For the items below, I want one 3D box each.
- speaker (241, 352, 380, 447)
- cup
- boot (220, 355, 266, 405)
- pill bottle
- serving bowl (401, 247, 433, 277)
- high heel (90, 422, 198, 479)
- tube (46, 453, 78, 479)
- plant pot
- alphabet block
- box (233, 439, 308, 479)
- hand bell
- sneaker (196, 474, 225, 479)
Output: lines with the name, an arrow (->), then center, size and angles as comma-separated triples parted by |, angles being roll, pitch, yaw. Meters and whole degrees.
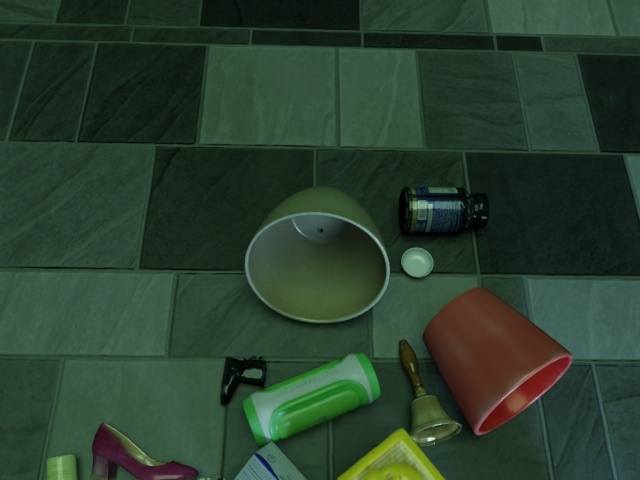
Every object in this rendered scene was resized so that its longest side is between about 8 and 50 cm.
speaker -> -0.020, 0.356, 1.373 | 0.296, 0.131, 0.131 | -20, 66, -11
cup -> 0.000, 0.000, 1.473 | 0.331, 0.331, 0.237 | 6, 39, 1
boot -> -0.180, 0.329, 1.430 | 0.099, 0.045, 0.121 | 7, 63, -2
pill bottle -> 0.322, -0.079, 1.602 | 0.219, 0.123, 0.123 | 1, 64, -2
serving bowl -> 0.249, 0.061, 1.583 | 0.083, 0.027, 0.083 | 1, 64, -2
high heel -> -0.382, 0.465, 1.334 | 0.244, 0.082, 0.117 | 0, 73, 12
tube -> -0.541, 0.580, 1.286 | 0.070, 0.062, 0.240 | -24, 66, 31
plant pot -> 0.380, 0.255, 1.376 | 0.275, 0.275, 0.243 | -28, 57, -15
alphabet block -> 0.128, 0.532, 1.230 | 0.193, 0.197, 0.192 | -30, 68, -33
box -> -0.111, 0.519, 1.281 | 0.126, 0.137, 0.072 | 43, 27, 17
hand bell -> 0.229, 0.338, 1.420 | 0.126, 0.126, 0.242 | -9, 52, -6
sneaker -> -0.196, 0.581, 1.250 | 0.226, 0.086, 0.163 | 18, 91, 7
